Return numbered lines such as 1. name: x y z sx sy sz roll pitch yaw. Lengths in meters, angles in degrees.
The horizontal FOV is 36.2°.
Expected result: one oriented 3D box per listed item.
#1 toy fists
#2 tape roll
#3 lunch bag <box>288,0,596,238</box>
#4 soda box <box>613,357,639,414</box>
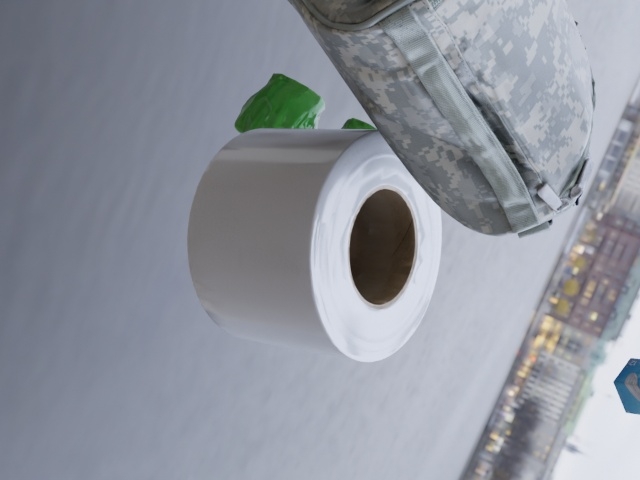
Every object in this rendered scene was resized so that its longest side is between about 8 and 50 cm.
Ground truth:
1. toy fists: -0.011 -0.155 1.647 0.142 0.279 0.096 -58 179 -19
2. tape roll: 0.000 0.000 1.061 0.246 0.169 0.246 -10 103 -51
3. lunch bag: 0.113 -0.172 0.861 0.305 0.213 0.256 48 26 -40
4. soda box: 0.584 0.243 1.570 0.067 0.210 0.071 -42 116 -33
